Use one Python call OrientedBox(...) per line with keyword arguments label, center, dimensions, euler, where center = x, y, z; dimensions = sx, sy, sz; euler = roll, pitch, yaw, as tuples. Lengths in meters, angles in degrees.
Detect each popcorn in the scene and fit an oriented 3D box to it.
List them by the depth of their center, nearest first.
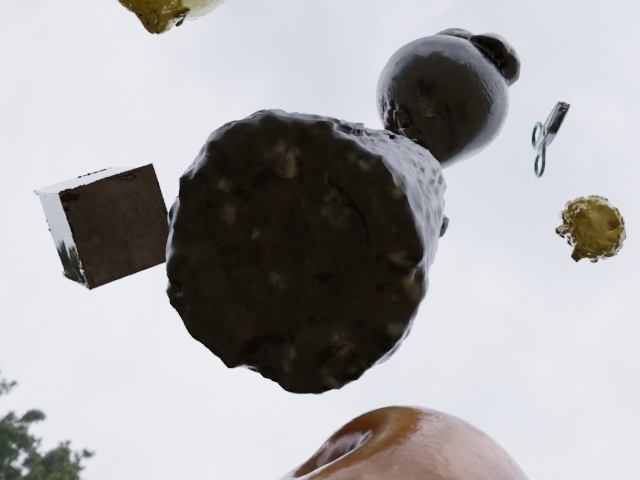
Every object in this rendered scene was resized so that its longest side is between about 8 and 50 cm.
OrientedBox(label="popcorn", center=(0.319, -0.012, 0.944), dimensions=(0.082, 0.057, 0.083), euler=(27, -83, 12))

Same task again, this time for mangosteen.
OrientedBox(label="mangosteen", center=(0.204, -0.235, 1.295), dimensions=(0.242, 0.243, 0.243), euler=(6, -64, 13))

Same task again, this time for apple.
OrientedBox(label="apple", center=(0.038, 0.192, 0.487), dimensions=(0.201, 0.201, 0.162), euler=(-29, -100, 26))

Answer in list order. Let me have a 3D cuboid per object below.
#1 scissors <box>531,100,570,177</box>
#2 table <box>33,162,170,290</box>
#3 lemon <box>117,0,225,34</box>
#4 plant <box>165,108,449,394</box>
OrientedBox(label="scissors", center=(0.219, -0.105, 0.770), dimensions=(0.014, 0.119, 0.058), euler=(0, -109, 1))
OrientedBox(label="table", center=(-0.368, -0.031, 1.383), dimensions=(0.193, 0.172, 0.169), euler=(7, -65, 59))
OrientedBox(label="lemon", center=(-0.164, -0.325, 0.866), dimensions=(0.173, 0.173, 0.206), euler=(-1, -94, 16))
OrientedBox(label="plant", center=(0.000, 0.000, 0.711), dimensions=(0.213, 0.312, 0.215), euler=(15, -87, 10))
